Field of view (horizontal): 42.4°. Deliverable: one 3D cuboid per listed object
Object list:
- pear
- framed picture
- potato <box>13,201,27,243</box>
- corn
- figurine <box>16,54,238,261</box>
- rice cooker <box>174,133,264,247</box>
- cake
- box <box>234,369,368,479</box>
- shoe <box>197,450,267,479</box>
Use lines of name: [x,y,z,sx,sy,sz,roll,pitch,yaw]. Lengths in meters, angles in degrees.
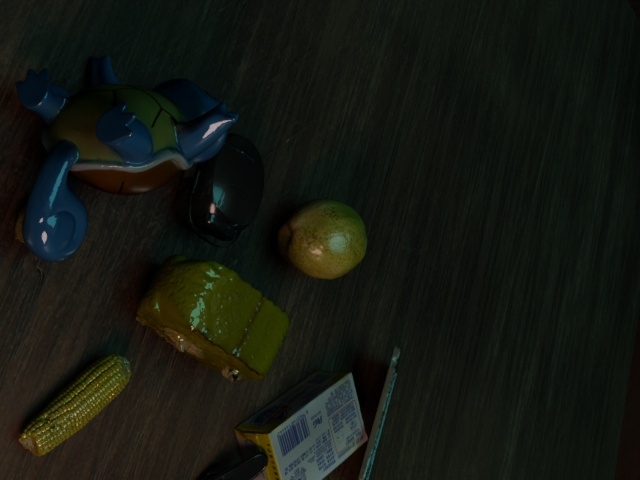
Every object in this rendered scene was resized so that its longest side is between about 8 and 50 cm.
pear: [0.000,0.000,1.638,0.178,0.178,0.178,1,88,-49]
framed picture: [0.130,0.390,1.794,0.211,0.020,0.290,83,24,-68]
potato: [-0.429,-0.036,1.239,0.046,0.045,0.092,100,14,-64]
corn: [-0.373,0.250,1.278,0.206,0.067,0.067,-44,121,-39]
figurine: [-0.291,-0.155,1.245,0.416,0.297,0.243,-46,141,-41]
rice cooker: [-0.178,-0.091,1.469,0.142,0.118,0.203,38,61,-42]
cake: [-0.189,0.132,1.409,0.260,0.179,0.156,44,57,-35]
box: [-0.033,0.386,1.639,0.265,0.097,0.168,-30,111,-44]
shoe: [-0.171,0.429,1.509,0.159,0.053,0.062,-29,123,-11]
